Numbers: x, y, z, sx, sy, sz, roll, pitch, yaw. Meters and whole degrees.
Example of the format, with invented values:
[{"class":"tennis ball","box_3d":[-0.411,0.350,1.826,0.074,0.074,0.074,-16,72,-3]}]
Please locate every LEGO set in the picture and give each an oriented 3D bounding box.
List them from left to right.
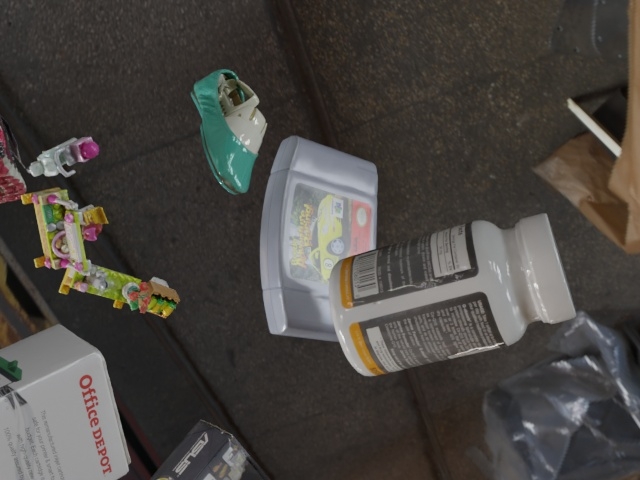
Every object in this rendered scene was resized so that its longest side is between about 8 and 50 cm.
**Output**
[{"class":"LEGO set","box_3d":[-0.265,0.020,0.894,0.132,0.107,0.287,-43,125,-28]}]

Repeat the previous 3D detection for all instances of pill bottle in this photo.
[{"class":"pill bottle","box_3d":[0.163,0.066,0.906,0.278,0.162,0.162,-16,133,18]}]

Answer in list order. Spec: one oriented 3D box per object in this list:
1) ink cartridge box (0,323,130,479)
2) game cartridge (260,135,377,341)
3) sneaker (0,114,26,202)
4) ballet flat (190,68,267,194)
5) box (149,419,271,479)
[{"class":"ink cartridge box","box_3d":[-0.312,0.202,0.693,0.219,0.092,0.160,-26,122,-38]},{"class":"game cartridge","box_3d":[0.000,0.000,1.077,0.196,0.294,0.060,11,165,-36]},{"class":"sneaker","box_3d":[-0.494,-0.136,1.043,0.120,0.112,0.299,-6,161,-24]},{"class":"ballet flat","box_3d":[-0.121,-0.166,0.988,0.087,0.247,0.083,-36,133,13]},{"class":"box","box_3d":[-0.204,0.519,1.072,0.395,0.097,0.318,-49,126,-27]}]
